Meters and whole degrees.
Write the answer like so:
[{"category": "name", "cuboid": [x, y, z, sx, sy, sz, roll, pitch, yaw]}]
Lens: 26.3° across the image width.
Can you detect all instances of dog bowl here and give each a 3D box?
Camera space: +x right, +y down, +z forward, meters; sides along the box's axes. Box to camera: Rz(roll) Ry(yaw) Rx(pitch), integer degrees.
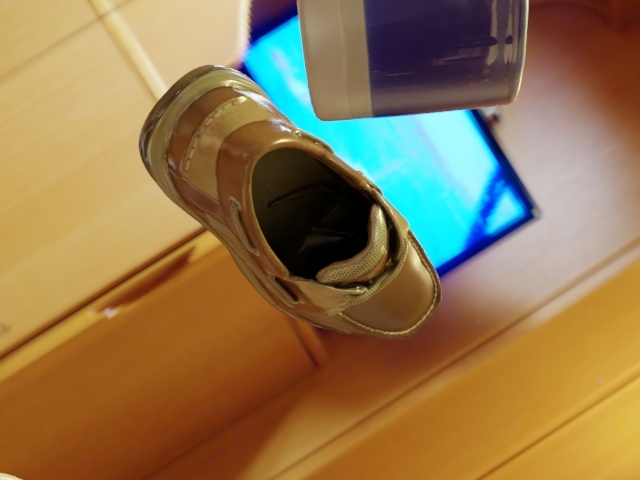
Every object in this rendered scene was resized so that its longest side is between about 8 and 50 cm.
[{"category": "dog bowl", "cuboid": [0.041, -0.195, 0.692, 0.265, 0.104, 0.265, -3, 90, -87]}]

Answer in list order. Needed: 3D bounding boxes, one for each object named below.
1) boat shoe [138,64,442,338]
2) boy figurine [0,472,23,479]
[{"category": "boat shoe", "cuboid": [0.000, 0.000, 0.992, 0.120, 0.123, 0.324, 34, -2, 42]}, {"category": "boy figurine", "cuboid": [-0.228, 0.268, 0.774, 0.092, 0.285, 0.177, 36, -19, -35]}]
